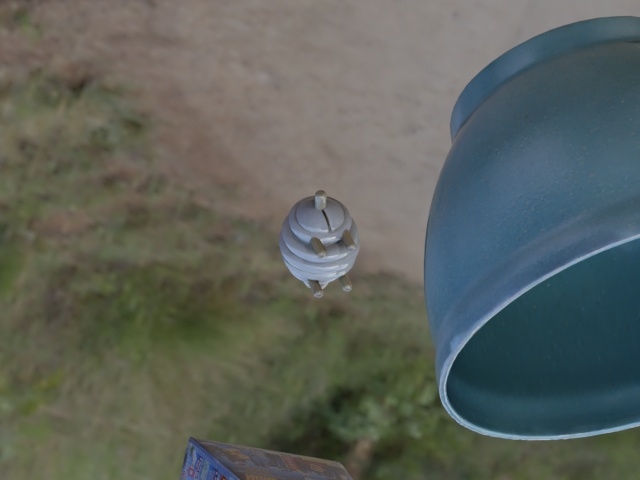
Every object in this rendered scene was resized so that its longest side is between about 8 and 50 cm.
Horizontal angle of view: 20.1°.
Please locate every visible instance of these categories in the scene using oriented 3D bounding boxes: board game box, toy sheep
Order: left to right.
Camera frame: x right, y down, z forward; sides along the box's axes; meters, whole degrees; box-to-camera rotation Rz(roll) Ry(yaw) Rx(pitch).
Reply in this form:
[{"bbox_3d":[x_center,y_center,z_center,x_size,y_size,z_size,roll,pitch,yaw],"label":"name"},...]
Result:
[{"bbox_3d":[-0.053,0.295,2.098,0.194,0.060,0.194,11,-173,-12],"label":"board game box"},{"bbox_3d":[0.000,0.000,1.829,0.091,0.091,0.132,19,135,10],"label":"toy sheep"}]

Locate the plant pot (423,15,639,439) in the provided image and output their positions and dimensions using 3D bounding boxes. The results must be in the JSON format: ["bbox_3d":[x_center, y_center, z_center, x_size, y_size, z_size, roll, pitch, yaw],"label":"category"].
[{"bbox_3d":[0.192,-0.021,1.189,0.293,0.196,0.293,-13,151,-7],"label":"plant pot"}]
